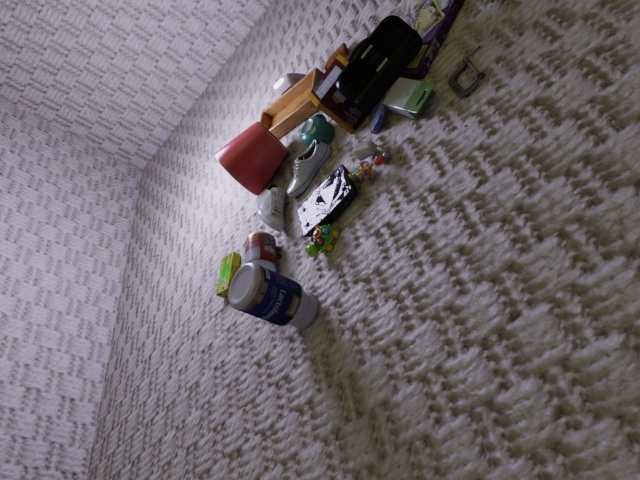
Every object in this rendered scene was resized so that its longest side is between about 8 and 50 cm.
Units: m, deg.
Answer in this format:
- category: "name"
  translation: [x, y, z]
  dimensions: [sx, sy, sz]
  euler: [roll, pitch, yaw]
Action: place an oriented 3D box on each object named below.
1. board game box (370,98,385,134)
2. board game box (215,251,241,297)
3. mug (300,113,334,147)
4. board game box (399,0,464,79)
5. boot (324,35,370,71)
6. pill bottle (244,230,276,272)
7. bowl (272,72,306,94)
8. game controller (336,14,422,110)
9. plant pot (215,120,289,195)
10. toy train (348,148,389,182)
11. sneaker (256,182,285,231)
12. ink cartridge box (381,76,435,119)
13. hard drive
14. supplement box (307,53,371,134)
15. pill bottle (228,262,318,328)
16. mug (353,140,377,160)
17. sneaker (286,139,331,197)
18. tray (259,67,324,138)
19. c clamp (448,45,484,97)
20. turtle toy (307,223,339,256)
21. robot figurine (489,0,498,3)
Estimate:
- category: "board game box"
  translation: [0.203, -0.440, 1.742]
  dimensions: [0.090, 0.020, 0.090]
  euler: [119, 162, -58]
- category: "board game box"
  translation: [-0.396, 0.148, 2.116]
  dimensions: [0.092, 0.043, 0.181]
  euler: [-30, 45, 37]
- category: "mug"
  translation: [-0.023, -0.445, 2.008]
  dimensions: [0.129, 0.097, 0.158]
  euler: [-48, 36, 19]
- category: "board game box"
  translation: [0.367, -0.735, 1.756]
  dimensions: [0.208, 0.056, 0.347]
  euler: [26, 87, 52]
- category: "boot"
  translation: [0.132, -0.786, 2.095]
  dimensions: [0.264, 0.096, 0.280]
  euler: [-53, 26, 26]
- category: "pill bottle"
  translation: [-0.228, 0.081, 1.875]
  dimensions: [0.121, 0.121, 0.216]
  euler: [-36, 41, 32]
- category: "bowl"
  translation: [-0.143, -0.748, 2.371]
  dimensions: [0.142, 0.142, 0.053]
  euler: [-26, 81, 46]
- category: "game controller"
  translation: [0.201, -0.612, 1.693]
  dimensions: [0.319, 0.166, 0.067]
  euler: [-50, -6, 8]
- category: "plant pot"
  translation: [-0.291, -0.378, 2.189]
  dimensions: [0.243, 0.275, 0.275]
  euler: [-46, 36, 8]
- category: "toy train"
  translation: [0.167, -0.245, 1.666]
  dimensions: [0.125, 0.046, 0.166]
  euler: [-45, 16, -25]
- category: "sneaker"
  translation: [-0.192, -0.149, 2.007]
  dimensions: [0.123, 0.105, 0.290]
  euler: [-52, 33, 18]
- category: "ink cartridge box"
  translation: [0.304, -0.467, 1.625]
  dimensions: [0.109, 0.062, 0.209]
  euler: [-56, 34, 5]
- category: "hard drive"
  translation: [0.024, -0.136, 1.760]
  dimensions: [0.254, 0.054, 0.172]
  euler: [-44, 38, 25]
- category: "supplement box"
  translation: [0.095, -0.545, 1.842]
  dimensions: [0.194, 0.191, 0.129]
  euler: [-49, 36, 17]
- category: "pill bottle"
  translation: [-0.145, 0.183, 1.562]
  dimensions: [0.153, 0.264, 0.153]
  euler: [-32, 45, 38]
- category: "mug"
  translation: [0.160, -0.320, 1.696]
  dimensions: [0.064, 0.062, 0.078]
  euler: [-13, 46, 41]
- category: "sneaker"
  translation: [-0.067, -0.292, 1.959]
  dimensions: [0.258, 0.091, 0.094]
  euler: [-53, 34, 11]
- category: "tray"
  translation: [-0.143, -0.615, 2.315]
  dimensions: [0.410, 0.076, 0.203]
  euler: [-24, 48, 41]
- category: "c clamp"
  translation: [0.452, -0.512, 1.501]
  dimensions: [0.137, 0.022, 0.161]
  euler: [-39, 39, 29]
- category: "turtle toy"
  translation: [0.000, 0.000, 1.682]
  dimensions: [0.095, 0.066, 0.130]
  euler: [18, 81, 56]
- category: "robot figurine"
  translation: [0.560, -0.801, 1.528]
  dimensions: [0.115, 0.067, 0.101]
  euler: [-62, 25, -2]
